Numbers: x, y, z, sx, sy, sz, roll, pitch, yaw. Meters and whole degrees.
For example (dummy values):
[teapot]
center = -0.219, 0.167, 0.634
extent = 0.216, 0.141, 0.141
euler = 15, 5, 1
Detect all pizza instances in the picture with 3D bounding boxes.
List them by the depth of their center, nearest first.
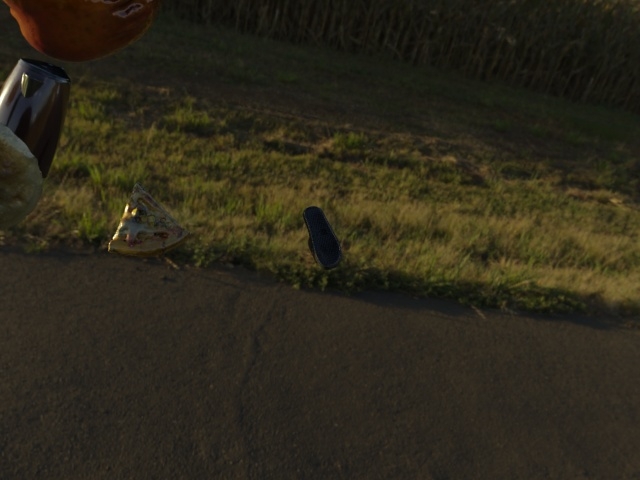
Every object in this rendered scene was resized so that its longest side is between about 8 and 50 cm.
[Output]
[pizza]
center = -0.392, -0.048, 1.222
extent = 0.185, 0.176, 0.036
euler = -1, -2, -22

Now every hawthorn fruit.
[hawthorn fruit]
center = -0.688, -0.751, 1.533
extent = 0.472, 0.471, 0.471
euler = 11, 28, -6

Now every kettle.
[kettle]
center = -0.615, -0.269, 1.148
extent = 0.144, 0.232, 0.202
euler = 26, 11, -9

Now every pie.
[pie]
center = -0.530, -0.111, 0.800
extent = 0.218, 0.185, 0.052
euler = 33, 18, -36

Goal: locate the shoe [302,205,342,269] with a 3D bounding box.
[shoe]
center = 0.000, 0.000, 1.139
extent = 0.062, 0.053, 0.159
euler = -10, 63, -20
